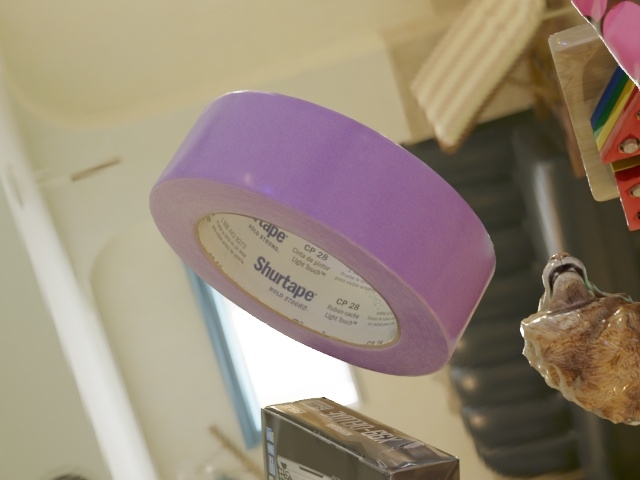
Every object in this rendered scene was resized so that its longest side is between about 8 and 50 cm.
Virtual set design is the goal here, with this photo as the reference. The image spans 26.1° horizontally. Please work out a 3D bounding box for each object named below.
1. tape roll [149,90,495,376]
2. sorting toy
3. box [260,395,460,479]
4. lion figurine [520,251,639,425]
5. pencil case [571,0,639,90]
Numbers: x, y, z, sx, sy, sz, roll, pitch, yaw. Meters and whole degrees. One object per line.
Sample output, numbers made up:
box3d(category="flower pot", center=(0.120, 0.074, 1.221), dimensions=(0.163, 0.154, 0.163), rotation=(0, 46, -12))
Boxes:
box3d(category="tape roll", center=(0.000, 0.000, 1.124), dimensions=(0.090, 0.274, 0.275), rotation=(-60, -20, -21))
box3d(category="sorting toy", center=(0.382, -0.128, 1.375), dimensions=(0.255, 0.257, 0.089), rotation=(60, -161, -51))
box3d(category="box", center=(0.036, 0.320, 1.269), dimensions=(0.242, 0.076, 0.308), rotation=(16, 110, 60))
box3d(category="lion figurine", center=(0.370, 0.098, 1.172), dimensions=(0.240, 0.392, 0.142), rotation=(-26, -58, -86))
box3d(category="pencil case", center=(0.225, -0.107, 0.815), dimensions=(0.098, 0.095, 0.209), rotation=(28, -152, -55))
